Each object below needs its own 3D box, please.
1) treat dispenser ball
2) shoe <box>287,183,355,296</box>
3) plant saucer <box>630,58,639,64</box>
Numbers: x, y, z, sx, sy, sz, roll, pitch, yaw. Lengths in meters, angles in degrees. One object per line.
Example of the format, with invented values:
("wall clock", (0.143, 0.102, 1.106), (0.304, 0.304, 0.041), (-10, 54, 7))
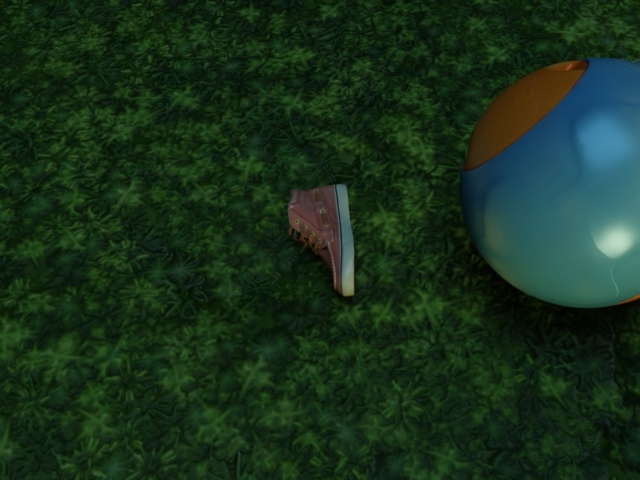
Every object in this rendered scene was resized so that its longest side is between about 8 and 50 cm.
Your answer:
("treat dispenser ball", (0.307, -0.065, 0.923), (0.288, 0.288, 0.288), (0, 55, 0))
("shoe", (0.000, 0.000, 1.021), (0.081, 0.063, 0.178), (-4, 49, -1))
("plant saucer", (0.556, -0.145, 1.094), (0.400, 0.100, 0.400), (0, 54, 0))
